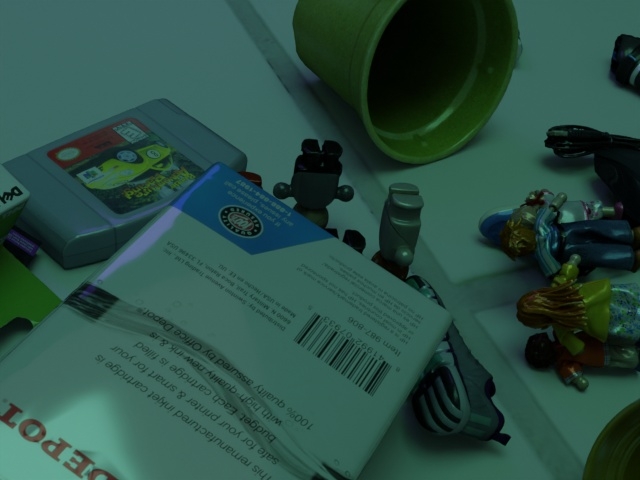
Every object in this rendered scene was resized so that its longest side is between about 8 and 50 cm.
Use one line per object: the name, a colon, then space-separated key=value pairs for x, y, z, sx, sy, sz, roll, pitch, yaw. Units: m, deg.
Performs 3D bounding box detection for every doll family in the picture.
doll family: x=0.289 y=0.031 z=1.079 sx=0.163 sy=0.118 sz=0.263 roll=1 pitch=62 yaw=-4

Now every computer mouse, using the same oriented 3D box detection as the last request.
computer mouse: x=0.443 y=-0.092 z=1.289 sx=0.188 sy=0.072 sz=0.272 roll=4 pitch=34 yaw=-21

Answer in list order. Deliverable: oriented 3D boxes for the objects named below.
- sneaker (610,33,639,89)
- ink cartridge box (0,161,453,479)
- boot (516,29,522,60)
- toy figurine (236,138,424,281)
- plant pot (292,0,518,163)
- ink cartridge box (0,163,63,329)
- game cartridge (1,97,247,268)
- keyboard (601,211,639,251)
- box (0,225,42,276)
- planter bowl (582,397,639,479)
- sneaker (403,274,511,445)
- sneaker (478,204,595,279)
sneaker: x=0.569 y=-0.329 z=1.607 sx=0.121 sy=0.079 sz=0.217 roll=31 pitch=47 yaw=21
ink cartridge box: x=-0.102 y=0.152 z=0.841 sx=0.285 sy=0.166 sz=0.395 roll=34 pitch=46 yaw=7
boot: x=0.247 y=-0.351 z=1.595 sx=0.190 sy=0.069 sz=0.086 roll=17 pitch=34 yaw=-3
toy figurine: x=0.000 y=0.000 z=1.098 sx=0.213 sy=0.148 sz=0.209 roll=29 pitch=39 yaw=24
plant pot: x=0.099 y=-0.286 z=1.368 sx=0.276 sy=0.276 sz=0.254 roll=-19 pitch=36 yaw=-28
ink cartridge box: x=-0.371 y=0.015 z=0.959 sx=0.255 sy=0.097 sz=0.189 roll=44 pitch=38 yaw=2
game cartridge: x=-0.246 y=-0.079 z=1.205 sx=0.196 sy=0.060 sz=0.294 roll=38 pitch=49 yaw=24
keyboard: x=0.432 y=-0.007 z=1.256 sx=0.192 sy=0.038 sz=0.100 roll=-17 pitch=45 yaw=-41
box: x=-0.391 y=0.028 z=1.036 sx=0.116 sy=0.029 sz=0.162 roll=35 pitch=40 yaw=-17
planter bowl: x=0.363 y=0.243 z=0.886 sx=0.217 sy=0.217 sz=0.090 roll=32 pitch=8 yaw=24
sneaker: x=0.137 y=0.134 z=1.035 sx=0.098 sy=0.083 sz=0.224 roll=26 pitch=31 yaw=-26
sneaker: x=0.277 y=0.006 z=1.195 sx=0.152 sy=0.058 sz=0.085 roll=14 pitch=33 yaw=-4
